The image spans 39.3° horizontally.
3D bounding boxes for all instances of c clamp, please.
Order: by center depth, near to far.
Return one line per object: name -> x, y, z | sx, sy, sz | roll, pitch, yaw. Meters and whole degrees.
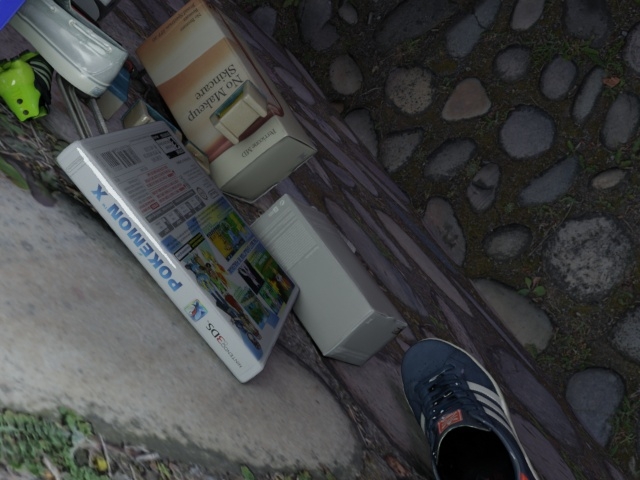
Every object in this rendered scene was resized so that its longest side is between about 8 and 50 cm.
c clamp -> -0.270, -0.142, 1.082 | 0.161, 0.022, 0.137 | 66, 6, 20

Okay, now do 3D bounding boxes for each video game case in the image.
video game case -> -0.146, -0.006, 1.059 | 0.300, 0.036, 0.329 | 51, 11, -5

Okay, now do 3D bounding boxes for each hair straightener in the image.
hair straightener -> -0.353, -0.330, 1.432 | 0.230, 0.047, 0.089 | 30, 21, -55

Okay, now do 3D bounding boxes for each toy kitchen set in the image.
toy kitchen set -> -0.205, -0.212, 1.269 | 0.207, 0.166, 0.122 | 41, 13, -26

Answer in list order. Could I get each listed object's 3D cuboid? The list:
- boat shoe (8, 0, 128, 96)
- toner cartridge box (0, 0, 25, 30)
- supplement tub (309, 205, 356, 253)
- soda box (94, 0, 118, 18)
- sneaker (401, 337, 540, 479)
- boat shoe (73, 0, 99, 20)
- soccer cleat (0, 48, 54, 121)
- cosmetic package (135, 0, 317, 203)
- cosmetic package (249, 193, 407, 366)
boat shoe -> -0.310, -0.266, 1.018 | 0.227, 0.081, 0.079 | 45, 10, -2
toner cartridge box -> -0.364, -0.221, 0.786 | 0.165, 0.075, 0.348 | 41, 27, -23
supplement tub -> 0.000, 0.000, 1.519 | 0.107, 0.071, 0.071 | 44, 12, -9
soda box -> -0.374, -0.439, 1.534 | 0.074, 0.069, 0.216 | 43, -4, -16
sneaker -> 0.188, 0.248, 1.209 | 0.148, 0.131, 0.350 | 41, 12, -44
boat shoe -> -0.420, -0.406, 1.453 | 0.142, 0.049, 0.040 | 33, 17, -40
soccer cleat -> -0.330, -0.175, 1.011 | 0.179, 0.060, 0.072 | -111, 179, -71
cosmetic package -> -0.155, -0.227, 1.458 | 0.296, 0.153, 0.129 | 56, 14, 18
cosmetic package -> 0.006, 0.057, 1.286 | 0.127, 0.107, 0.238 | 29, 24, -56
